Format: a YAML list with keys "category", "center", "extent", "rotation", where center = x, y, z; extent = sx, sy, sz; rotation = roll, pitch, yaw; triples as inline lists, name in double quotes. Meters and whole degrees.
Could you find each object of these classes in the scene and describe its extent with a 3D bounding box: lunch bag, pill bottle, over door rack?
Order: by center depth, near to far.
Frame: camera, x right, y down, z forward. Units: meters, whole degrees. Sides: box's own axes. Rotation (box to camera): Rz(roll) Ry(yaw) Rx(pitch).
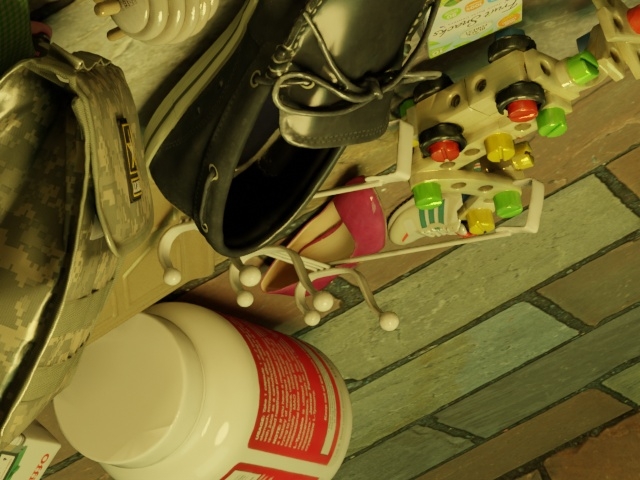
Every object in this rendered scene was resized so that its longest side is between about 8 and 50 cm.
- category: "lunch bag"
  center: [-0.223, -0.011, 1.428]
  extent: [0.235, 0.169, 0.287]
  rotation: [-67, -178, -83]
- category: "over door rack"
  center: [0.031, 0.007, 1.882]
  extent: [0.324, 0.108, 0.239]
  rotation: [-23, 153, 34]
- category: "pill bottle"
  center: [-0.140, 0.198, 2.247]
  extent: [0.229, 0.229, 0.407]
  rotation: [-30, 158, 16]

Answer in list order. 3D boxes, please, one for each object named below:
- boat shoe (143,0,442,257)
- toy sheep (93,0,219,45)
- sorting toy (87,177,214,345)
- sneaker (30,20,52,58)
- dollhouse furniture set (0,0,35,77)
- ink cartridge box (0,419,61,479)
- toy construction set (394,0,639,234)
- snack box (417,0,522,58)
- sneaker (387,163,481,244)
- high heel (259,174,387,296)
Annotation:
- category: "boat shoe"
  center: [0.009, -0.162, 1.639]
  extent: [0.186, 0.156, 0.500]
  rotation: [-5, 148, -41]
- category: "toy sheep"
  center: [-0.132, -0.196, 1.514]
  extent: [0.132, 0.091, 0.091]
  rotation: [-30, 168, -43]
- category: "sorting toy"
  center: [-0.213, -0.015, 1.874]
  extent: [0.229, 0.041, 0.307]
  rotation: [-29, 147, -22]
- category: "sneaker"
  center: [-0.268, -0.132, 1.562]
  extent: [0.119, 0.057, 0.047]
  rotation: [-30, 160, 20]
- category: "dollhouse furniture set"
  center: [-0.252, -0.133, 1.292]
  extent: [0.197, 0.151, 0.301]
  rotation: [-39, 154, -25]
- category: "ink cartridge box"
  center: [-0.430, 0.270, 2.224]
  extent: [0.160, 0.092, 0.219]
  rotation: [-57, 153, 5]
- category: "toy construction set"
  center: [0.205, -0.131, 1.929]
  extent: [0.215, 0.151, 0.327]
  rotation: [17, 132, -43]
- category: "snack box"
  center: [0.140, -0.234, 1.773]
  extent: [0.100, 0.037, 0.141]
  rotation: [-21, 159, -3]
- category: "sneaker"
  center: [0.146, -0.025, 2.226]
  extent: [0.161, 0.075, 0.057]
  rotation: [-38, 155, 32]
- category: "high heel"
  center: [0.000, 0.000, 2.138]
  extent: [0.117, 0.082, 0.244]
  rotation: [-21, 169, -17]
